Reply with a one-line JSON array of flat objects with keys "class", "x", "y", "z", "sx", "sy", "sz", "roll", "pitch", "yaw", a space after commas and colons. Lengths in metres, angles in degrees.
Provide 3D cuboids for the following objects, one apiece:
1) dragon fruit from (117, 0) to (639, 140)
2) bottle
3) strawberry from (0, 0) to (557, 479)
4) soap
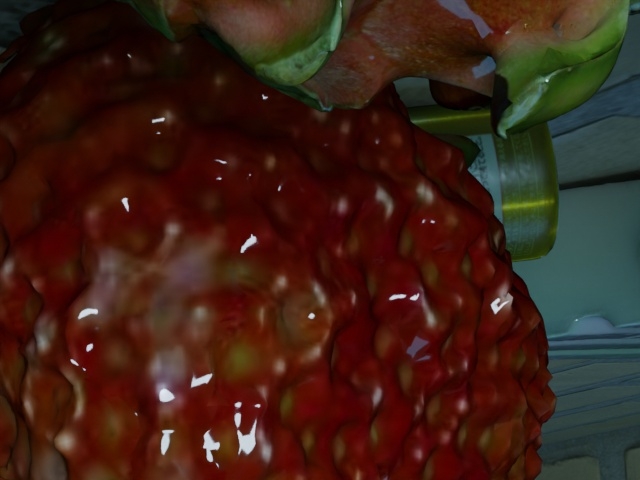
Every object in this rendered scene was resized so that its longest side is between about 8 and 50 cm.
[{"class": "dragon fruit", "x": 0.029, "y": -0.085, "z": 0.387, "sx": 0.236, "sy": 0.135, "sz": 0.137, "roll": 26, "pitch": 180, "yaw": -44}, {"class": "bottle", "x": -0.033, "y": -0.015, "z": 0.887, "sx": 0.286, "sy": 0.082, "sz": 0.082, "roll": -7, "pitch": 169, "yaw": -7}, {"class": "strawberry", "x": -0.049, "y": 0.088, "z": 0.673, "sx": 0.267, "sy": 0.351, "sz": 0.312, "roll": -2, "pitch": 157, "yaw": 9}, {"class": "soap", "x": 0.216, "y": 0.022, "z": 1.215, "sx": 0.289, "sy": 0.095, "sz": 0.173, "roll": 2, "pitch": 166, "yaw": -39}]
